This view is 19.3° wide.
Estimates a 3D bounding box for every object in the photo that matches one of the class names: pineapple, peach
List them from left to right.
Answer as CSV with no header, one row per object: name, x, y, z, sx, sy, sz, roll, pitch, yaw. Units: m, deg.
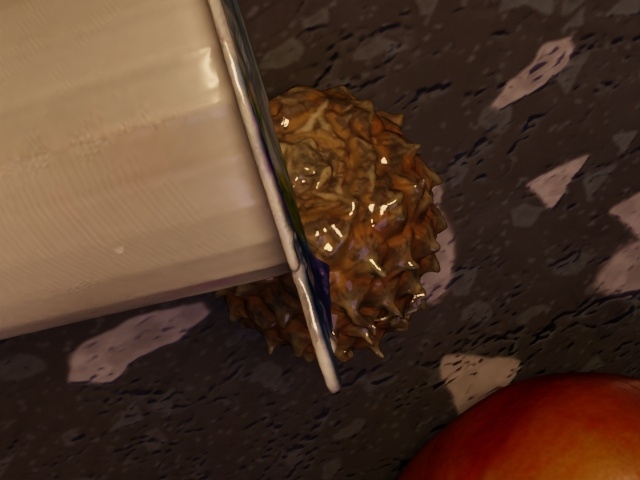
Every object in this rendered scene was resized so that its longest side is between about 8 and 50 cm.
pineapple,0.000,0.000,1.159,0.166,0.166,0.193,-25,155,-9
peach,0.217,0.289,1.498,0.388,0.388,0.388,-20,142,-16

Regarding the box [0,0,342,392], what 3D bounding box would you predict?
box,-0.120,-0.032,0.953,0.206,0.291,0.262,-16,162,3
